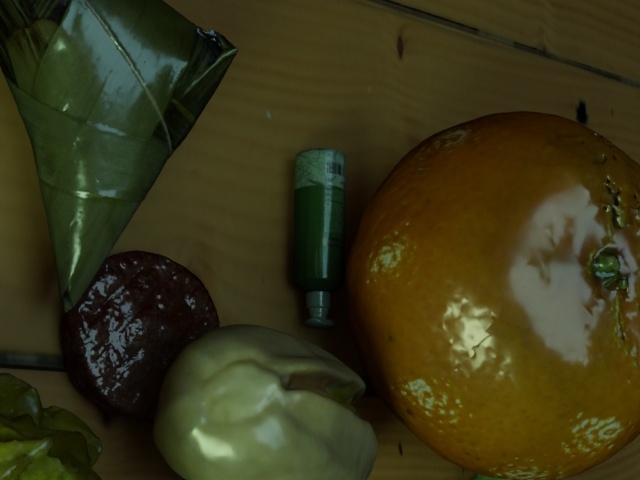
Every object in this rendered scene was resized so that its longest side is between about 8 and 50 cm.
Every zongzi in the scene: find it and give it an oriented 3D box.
[{"bbox_3d":[-0.271,-0.135,1.205,0.289,0.154,0.317,35,65,-20],"label":"zongzi"}]

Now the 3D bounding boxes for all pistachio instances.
[{"bbox_3d":[-0.051,0.190,1.272,0.299,0.188,0.187,35,57,-55],"label":"pistachio"}]

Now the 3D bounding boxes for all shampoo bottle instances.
[{"bbox_3d":[0.000,0.000,1.444,0.065,0.065,0.204,11,74,-37],"label":"shampoo bottle"}]

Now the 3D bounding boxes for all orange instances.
[{"bbox_3d":[0.238,0.061,1.426,0.424,0.326,0.423,6,77,-30],"label":"orange"}]

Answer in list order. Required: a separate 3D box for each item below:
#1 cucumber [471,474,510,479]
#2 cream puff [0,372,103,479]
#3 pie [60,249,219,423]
[{"bbox_3d":[0.286,0.359,1.560,0.244,0.134,0.134,21,67,-39],"label":"cucumber"},{"bbox_3d":[-0.282,0.272,1.018,0.291,0.257,0.324,39,59,-28],"label":"cream puff"},{"bbox_3d":[-0.179,0.098,1.283,0.182,0.050,0.182,10,73,-37],"label":"pie"}]
